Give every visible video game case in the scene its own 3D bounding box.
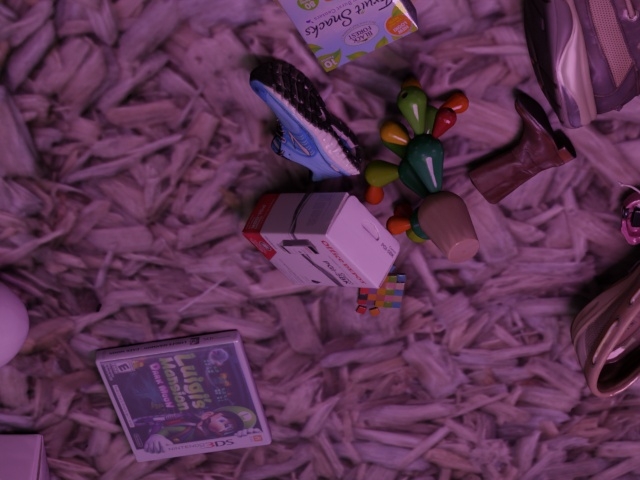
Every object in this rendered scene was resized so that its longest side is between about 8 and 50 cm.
[{"bbox_3d":[-0.161,0.190,1.821,0.173,0.022,0.190,-9,131,6],"label":"video game case"}]

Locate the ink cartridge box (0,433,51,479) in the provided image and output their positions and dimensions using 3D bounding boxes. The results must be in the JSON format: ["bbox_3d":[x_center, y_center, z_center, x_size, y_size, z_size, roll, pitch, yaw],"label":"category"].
[{"bbox_3d":[-0.436,0.371,1.913,0.198,0.115,0.273,0,132,-2],"label":"ink cartridge box"}]

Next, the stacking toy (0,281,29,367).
[{"bbox_3d":[-0.544,0.082,1.586,0.480,0.350,0.350,-2,135,-25],"label":"stacking toy"}]

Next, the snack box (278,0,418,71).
[{"bbox_3d":[0.014,-0.233,1.394,0.100,0.037,0.141,-22,129,19],"label":"snack box"}]

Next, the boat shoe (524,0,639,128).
[{"bbox_3d":[0.246,-0.262,1.375,0.130,0.132,0.355,-18,138,-1],"label":"boat shoe"}]

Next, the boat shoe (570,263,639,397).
[{"bbox_3d":[0.386,0.055,1.619,0.109,0.098,0.302,27,125,-24],"label":"boat shoe"}]

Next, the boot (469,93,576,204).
[{"bbox_3d":[0.192,-0.091,1.573,0.114,0.037,0.106,-28,125,27],"label":"boot"}]

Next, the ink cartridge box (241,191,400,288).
[{"bbox_3d":[0.000,0.000,1.588,0.135,0.056,0.099,0,144,48],"label":"ink cartridge box"}]

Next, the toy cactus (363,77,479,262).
[{"bbox_3d":[0.115,-0.052,1.518,0.112,0.180,0.219,-12,140,-18],"label":"toy cactus"}]

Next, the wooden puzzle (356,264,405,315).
[{"bbox_3d":[0.069,0.057,1.718,0.049,0.006,0.083,3,132,-5],"label":"wooden puzzle"}]

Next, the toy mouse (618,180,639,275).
[{"bbox_3d":[0.372,-0.018,1.643,0.161,0.031,0.143,18,129,-17],"label":"toy mouse"}]

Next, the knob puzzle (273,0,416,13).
[{"bbox_3d":[0.023,-0.264,1.414,0.213,0.030,0.213,-1,132,-1],"label":"knob puzzle"}]

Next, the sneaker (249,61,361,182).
[{"bbox_3d":[-0.026,-0.110,1.529,0.073,0.063,0.162,-24,128,23],"label":"sneaker"}]
